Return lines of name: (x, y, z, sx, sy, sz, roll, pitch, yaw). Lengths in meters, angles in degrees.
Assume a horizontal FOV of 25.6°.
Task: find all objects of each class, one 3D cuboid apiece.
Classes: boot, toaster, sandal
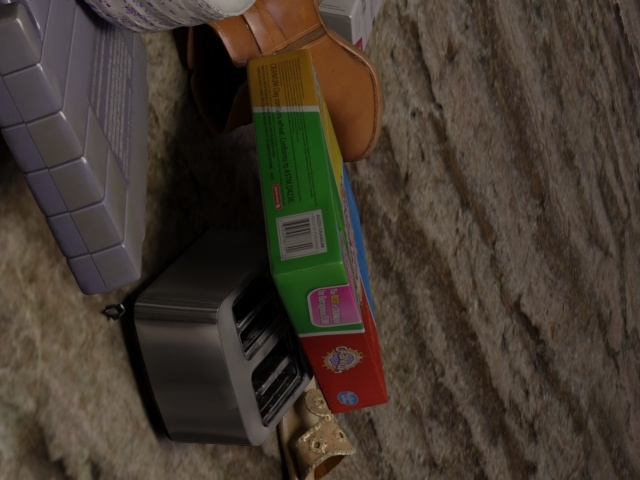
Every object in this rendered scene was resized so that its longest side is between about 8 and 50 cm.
boot: (-0.036, -0.162, 1.472, 0.220, 0.109, 0.283, -50, 141, -43)
toaster: (-0.097, 0.095, 1.361, 0.185, 0.110, 0.168, -47, 131, -51)
sandal: (0.004, 0.247, 1.587, 0.088, 0.079, 0.240, 6, 86, -62)

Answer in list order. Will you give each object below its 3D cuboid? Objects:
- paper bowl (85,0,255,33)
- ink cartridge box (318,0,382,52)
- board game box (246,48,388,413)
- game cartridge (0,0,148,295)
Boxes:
paper bowl: (-0.103, -0.308, 1.070, 0.284, 0.148, 0.284, -8, 90, -71)
ink cartridge box: (0.031, -0.276, 1.614, 0.099, 0.056, 0.135, 83, 23, -56)
board game box: (0.000, 0.000, 1.405, 0.316, 0.064, 0.242, 70, 10, -60)
game cartridge: (-0.194, -0.143, 1.073, 0.355, 0.068, 0.230, -99, 175, -55)
